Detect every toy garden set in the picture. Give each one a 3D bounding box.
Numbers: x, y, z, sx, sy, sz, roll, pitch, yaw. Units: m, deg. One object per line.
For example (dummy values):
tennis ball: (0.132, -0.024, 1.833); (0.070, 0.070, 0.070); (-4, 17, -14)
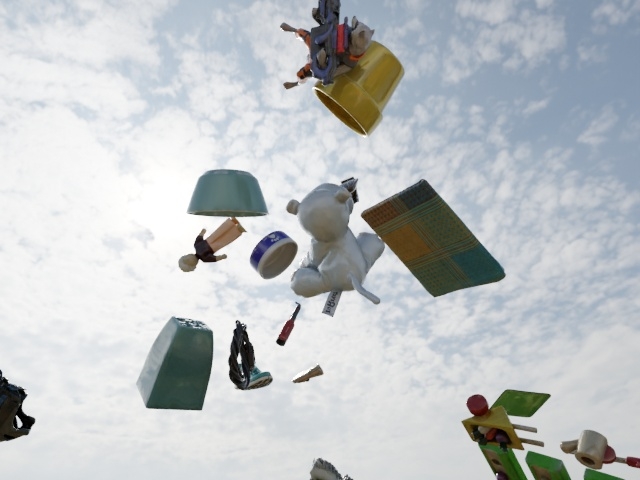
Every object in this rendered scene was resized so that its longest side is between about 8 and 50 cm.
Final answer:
toy garden set: (0.297, 0.290, 0.508); (0.244, 0.049, 0.203); (-6, -59, 50)

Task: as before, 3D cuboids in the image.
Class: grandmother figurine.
grandmother figurine: (-0.507, 0.020, 1.947); (0.342, 0.208, 0.104); (-40, -38, -5)

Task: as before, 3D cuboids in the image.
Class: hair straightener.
hair straightener: (-0.129, 0.337, 1.723); (0.047, 0.230, 0.089); (24, -51, -3)

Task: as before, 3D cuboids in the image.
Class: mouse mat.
mouse mat: (0.716, 0.591, 1.538); (0.190, 0.007, 0.152); (11, -55, -10)

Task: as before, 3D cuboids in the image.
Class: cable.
cable: (-0.222, 0.308, 1.161); (0.047, 0.184, 0.150); (-3, 9, 9)

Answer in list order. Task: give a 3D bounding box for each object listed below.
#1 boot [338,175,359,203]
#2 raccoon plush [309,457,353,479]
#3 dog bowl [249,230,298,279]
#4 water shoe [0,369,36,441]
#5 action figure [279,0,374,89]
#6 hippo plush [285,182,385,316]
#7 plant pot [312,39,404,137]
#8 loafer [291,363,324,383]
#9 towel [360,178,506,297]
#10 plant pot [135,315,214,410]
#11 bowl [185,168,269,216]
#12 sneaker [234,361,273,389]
boot: (0.121, -0.177, 1.607); (0.082, 0.219, 0.106); (-21, -77, 9)
raccoon plush: (0.168, 0.591, 0.887); (0.447, 0.299, 0.215); (6, -68, -27)
dog bowl: (-0.250, 0.079, 2.289); (0.265, 0.104, 0.264); (-37, -27, -23)
water shoe: (-0.575, 0.271, 0.768); (0.080, 0.073, 0.202); (-5, -66, -11)
action figure: (0.022, -0.626, 1.302); (0.331, 0.340, 0.179); (13, 9, 41)
hippo plush: (0.000, 0.000, 0.971); (0.235, 0.294, 0.236); (-18, -71, 20)
plant pot: (0.143, -0.513, 1.417); (0.239, 0.254, 0.254); (-48, -46, 5)
loafer: (-0.042, 0.448, 1.399); (0.125, 0.039, 0.045); (-37, 0, 28)
towel: (0.318, 0.007, 1.230); (0.370, 0.040, 0.272); (47, -38, -13)
plant pot: (-0.420, 0.358, 1.278); (0.166, 0.234, 0.166); (19, -2, -34)
bowl: (-0.351, -0.177, 1.617); (0.312, 0.162, 0.311); (-1, -1, 0)
sneaker: (-0.276, 0.523, 1.654); (0.107, 0.109, 0.275); (1, -15, -34)
